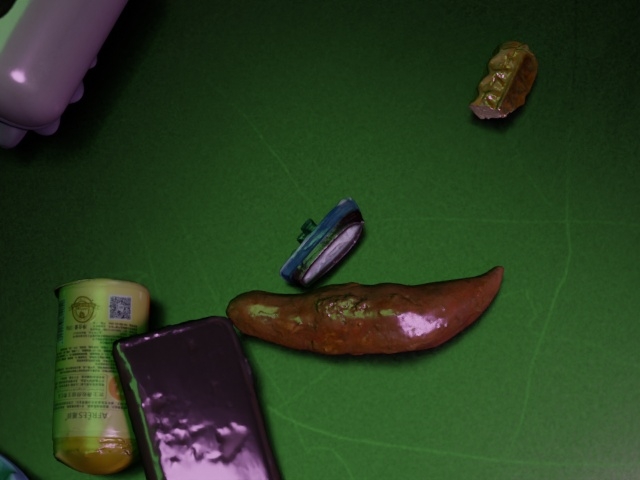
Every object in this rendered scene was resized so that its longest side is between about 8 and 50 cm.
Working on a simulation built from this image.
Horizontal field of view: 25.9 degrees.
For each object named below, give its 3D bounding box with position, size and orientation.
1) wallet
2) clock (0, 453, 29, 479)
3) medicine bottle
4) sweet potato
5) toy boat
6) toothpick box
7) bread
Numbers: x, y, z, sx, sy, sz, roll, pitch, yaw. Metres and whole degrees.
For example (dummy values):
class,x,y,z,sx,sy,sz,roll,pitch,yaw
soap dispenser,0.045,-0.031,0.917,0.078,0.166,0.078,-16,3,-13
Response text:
class,x,y,z,sx,sy,sz,roll,pitch,yaw
wallet,-0.144,0.251,1.694,0.165,0.042,0.310,-14,86,-25
clock,-0.516,0.323,1.730,0.274,0.094,0.224,35,82,11
medicine bottle,-0.273,0.171,1.731,0.124,0.124,0.239,-2,78,5
sweet potato,0.059,0.097,1.726,0.354,0.095,0.106,-6,60,2
toy boat,0.000,0.000,1.777,0.137,0.060,0.061,-47,52,-4
toothpick box,-0.377,-0.280,1.809,0.229,0.229,0.316,26,82,10
bread,0.241,-0.207,1.801,0.066,0.060,0.110,27,78,-3
